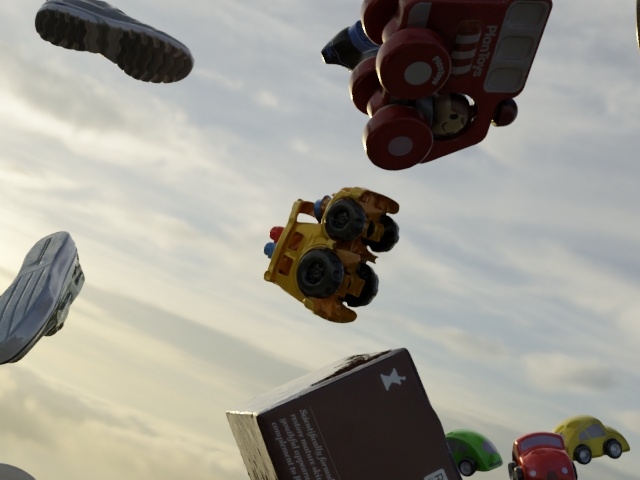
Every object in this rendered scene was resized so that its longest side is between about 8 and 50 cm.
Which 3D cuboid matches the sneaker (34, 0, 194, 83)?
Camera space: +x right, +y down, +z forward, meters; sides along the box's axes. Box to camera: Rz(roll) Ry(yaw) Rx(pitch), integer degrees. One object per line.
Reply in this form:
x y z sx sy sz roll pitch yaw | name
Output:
-0.350 -0.372 1.628 0.281 0.115 0.105 21 -48 -21 | sneaker

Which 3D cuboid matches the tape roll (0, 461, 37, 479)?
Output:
-0.542 0.437 1.362 0.169 0.246 0.246 1 -22 42 | tape roll

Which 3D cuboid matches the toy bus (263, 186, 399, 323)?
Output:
0.000 0.000 1.537 0.211 0.220 0.149 26 4 37 | toy bus

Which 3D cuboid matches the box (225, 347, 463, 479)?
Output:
0.019 0.222 0.964 0.167 0.168 0.203 -21 -4 -17 | box

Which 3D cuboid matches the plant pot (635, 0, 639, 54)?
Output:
0.692 -0.383 1.552 0.280 0.323 0.323 0 -21 31 | plant pot

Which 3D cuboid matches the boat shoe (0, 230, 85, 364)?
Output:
-0.418 0.095 1.399 0.109 0.302 0.094 -18 -62 17 | boat shoe

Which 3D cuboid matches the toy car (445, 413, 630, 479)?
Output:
0.212 0.237 1.055 0.225 0.053 0.239 -11 -9 34 | toy car

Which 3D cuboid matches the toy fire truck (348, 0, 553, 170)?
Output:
0.185 -0.234 1.350 0.254 0.169 0.302 0 -46 -10 | toy fire truck

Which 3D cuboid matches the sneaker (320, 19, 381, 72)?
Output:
0.088 -0.347 1.687 0.090 0.081 0.232 -25 -11 31 | sneaker
